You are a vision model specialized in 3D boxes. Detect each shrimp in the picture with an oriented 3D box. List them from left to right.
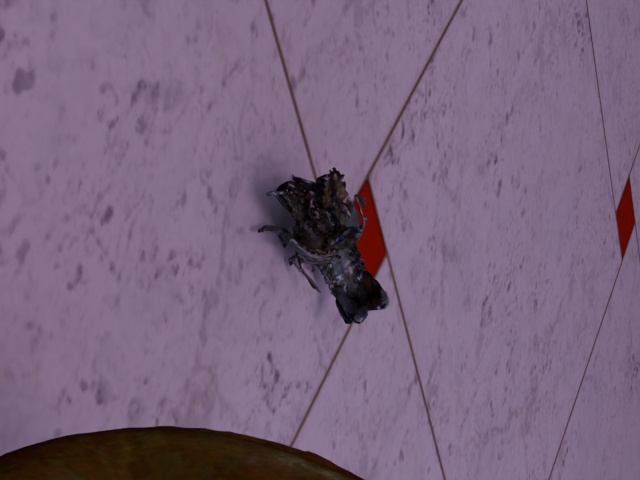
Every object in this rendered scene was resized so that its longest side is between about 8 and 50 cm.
[{"bbox_3d":[-0.002,-0.002,1.187,0.082,0.076,0.174,-34,144,-9],"label":"shrimp"}]

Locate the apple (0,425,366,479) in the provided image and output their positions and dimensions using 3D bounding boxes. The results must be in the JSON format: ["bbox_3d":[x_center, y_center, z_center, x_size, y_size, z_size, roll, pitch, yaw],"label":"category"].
[{"bbox_3d":[-0.072,0.277,0.683,0.384,0.374,0.374,-117,-162,-65],"label":"apple"}]
